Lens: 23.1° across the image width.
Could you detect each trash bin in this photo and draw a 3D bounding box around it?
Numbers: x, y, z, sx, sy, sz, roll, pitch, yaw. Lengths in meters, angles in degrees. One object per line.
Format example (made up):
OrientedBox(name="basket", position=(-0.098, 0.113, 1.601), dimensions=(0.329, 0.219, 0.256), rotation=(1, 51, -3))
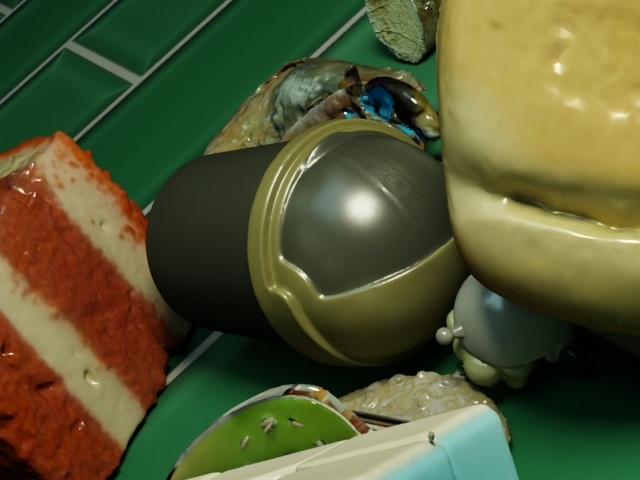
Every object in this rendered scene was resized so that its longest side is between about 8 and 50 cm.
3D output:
OrientedBox(name="trash bin", position=(0.000, 0.000, 1.382), dimensions=(0.214, 0.214, 0.334), rotation=(-51, 27, -21))

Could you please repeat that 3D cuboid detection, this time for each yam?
OrientedBox(name="yam", position=(0.137, -0.295, 1.750), dimensions=(0.183, 0.107, 0.107), rotation=(-43, 29, -15))

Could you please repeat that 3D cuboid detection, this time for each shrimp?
OrientedBox(name="shrimp", position=(-0.012, -0.109, 1.637), dimensions=(0.221, 0.110, 0.446), rotation=(-51, 22, -18))

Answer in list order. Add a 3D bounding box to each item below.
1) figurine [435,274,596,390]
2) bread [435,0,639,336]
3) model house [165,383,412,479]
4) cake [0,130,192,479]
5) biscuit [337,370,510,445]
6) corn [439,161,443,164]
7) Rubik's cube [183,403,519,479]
OrientedBox(name="figurine", position=(0.184, 0.044, 1.243), dimensions=(0.197, 0.093, 0.147), rotation=(-29, 52, 1))
OrientedBox(name="bread", position=(0.264, -0.110, 1.090), dimensions=(0.376, 0.348, 0.253), rotation=(5, 13, 22))
OrientedBox(name="model house", position=(-0.016, 0.202, 1.084), dimensions=(0.294, 0.207, 0.154), rotation=(-45, 4, 30))
OrientedBox(name="cake", position=(-0.323, 0.086, 1.560), dimensions=(0.269, 0.270, 0.319), rotation=(-13, 36, 37))
OrientedBox(name="biscuit", position=(0.076, 0.162, 1.247), dimensions=(0.133, 0.032, 0.250), rotation=(-45, 31, -10))
OrientedBox(name="corn", position=(0.098, -0.063, 1.546), dimensions=(0.083, 0.028, 0.027), rotation=(0, 50, 54))
OrientedBox(name="Rubik's cube", position=(-0.039, 0.278, 0.830), dimensions=(0.291, 0.290, 0.292), rotation=(-17, -3, 25))
